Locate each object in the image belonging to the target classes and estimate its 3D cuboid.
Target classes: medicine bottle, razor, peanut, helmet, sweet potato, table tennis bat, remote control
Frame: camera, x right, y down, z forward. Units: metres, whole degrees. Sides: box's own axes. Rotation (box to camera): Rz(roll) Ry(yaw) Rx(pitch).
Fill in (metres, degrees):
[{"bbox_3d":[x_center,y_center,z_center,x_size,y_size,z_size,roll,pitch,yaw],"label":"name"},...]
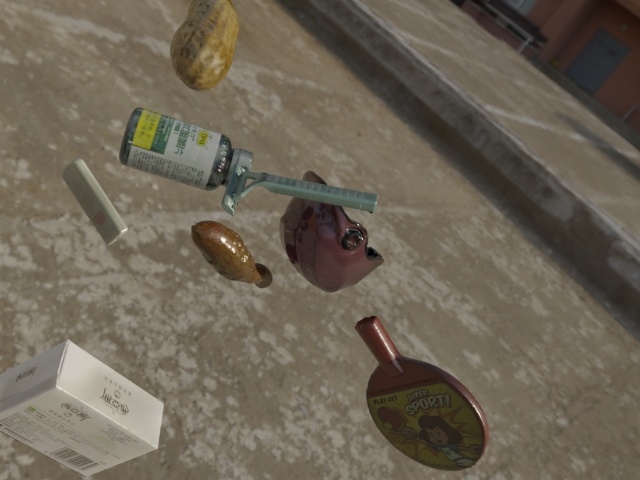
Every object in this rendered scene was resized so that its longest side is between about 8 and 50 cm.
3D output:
[{"bbox_3d":[-0.307,-0.200,1.719,0.293,0.141,0.141,17,29,-12],"label":"medicine bottle"},{"bbox_3d":[-0.034,-0.090,1.355,0.278,0.056,0.111,6,47,5],"label":"razor"},{"bbox_3d":[-0.190,-0.331,1.206,0.095,0.108,0.225,47,37,-39],"label":"peanut"},{"bbox_3d":[0.000,0.000,1.936,0.271,0.197,0.338,44,-6,48],"label":"helmet"},{"bbox_3d":[-0.209,0.052,1.852,0.109,0.109,0.385,55,4,34],"label":"sweet potato"},{"bbox_3d":[0.203,0.339,1.608,0.414,0.268,0.051,58,40,-13],"label":"table tennis bat"},{"bbox_3d":[-0.484,-0.084,1.579,0.029,0.087,0.190,-35,93,-41],"label":"remote control"}]

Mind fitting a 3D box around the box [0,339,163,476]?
[{"bbox_3d":[-0.453,0.321,1.380,0.260,0.195,0.111,49,26,-35],"label":"box"}]
